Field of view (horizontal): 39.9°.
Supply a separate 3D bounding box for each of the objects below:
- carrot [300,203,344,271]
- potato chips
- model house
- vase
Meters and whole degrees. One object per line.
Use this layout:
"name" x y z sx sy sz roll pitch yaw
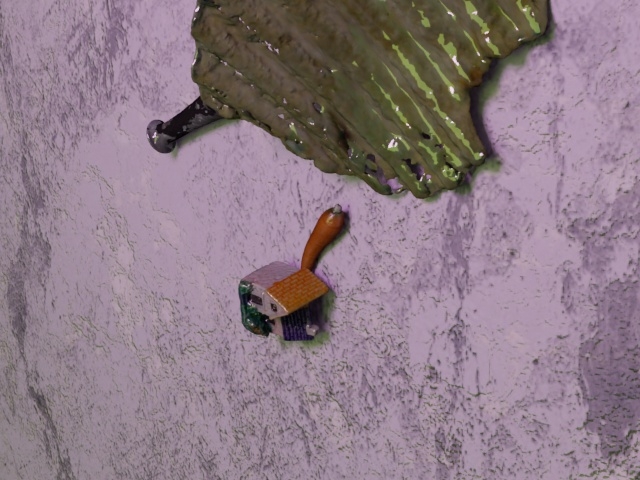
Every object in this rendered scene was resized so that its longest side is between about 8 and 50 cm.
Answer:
"carrot" 0.000 0.000 1.229 0.035 0.035 0.142 50 134 23
"potato chips" 0.039 -0.234 1.032 0.389 0.097 0.373 23 120 2
"model house" -0.049 0.096 1.243 0.100 0.087 0.101 18 124 39
"vase" -0.198 -0.186 1.348 0.167 0.059 0.059 -22 84 42
